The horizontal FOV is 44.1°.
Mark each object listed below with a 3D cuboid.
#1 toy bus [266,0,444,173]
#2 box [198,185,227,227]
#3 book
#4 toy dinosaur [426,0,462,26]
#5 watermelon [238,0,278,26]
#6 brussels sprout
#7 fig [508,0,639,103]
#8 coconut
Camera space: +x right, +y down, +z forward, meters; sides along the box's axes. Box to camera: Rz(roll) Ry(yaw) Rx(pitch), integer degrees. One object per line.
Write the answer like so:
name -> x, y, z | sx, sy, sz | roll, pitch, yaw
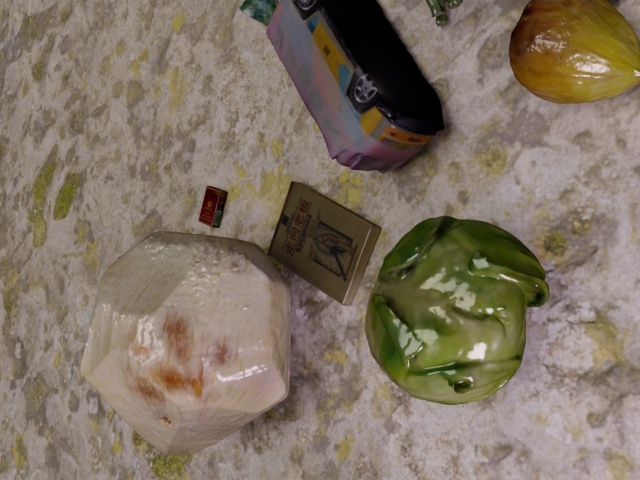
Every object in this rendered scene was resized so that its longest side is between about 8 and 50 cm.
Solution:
toy bus -> 0.054, -0.284, 1.372 | 0.162, 0.171, 0.386 | -52, 53, 38
box -> -0.231, -0.073, 1.702 | 0.051, 0.023, 0.082 | 21, 100, 42
book -> 0.000, 0.000, 1.472 | 0.231, 0.026, 0.161 | 31, 106, 41
toy dinosaur -> 0.182, -0.510, 1.263 | 0.447, 0.087, 0.301 | -17, 86, 51
watermelon -> -0.121, -0.479, 1.643 | 0.061, 0.085, 0.085 | 137, 128, -67
brussels sprout -> 0.188, 0.104, 1.154 | 0.294, 0.227, 0.260 | -9, 64, 50
fig -> 0.388, -0.242, 1.080 | 0.257, 0.159, 0.159 | 28, 105, 20
coconut -> -0.232, 0.191, 1.451 | 0.415, 0.344, 0.416 | -10, 75, 41
